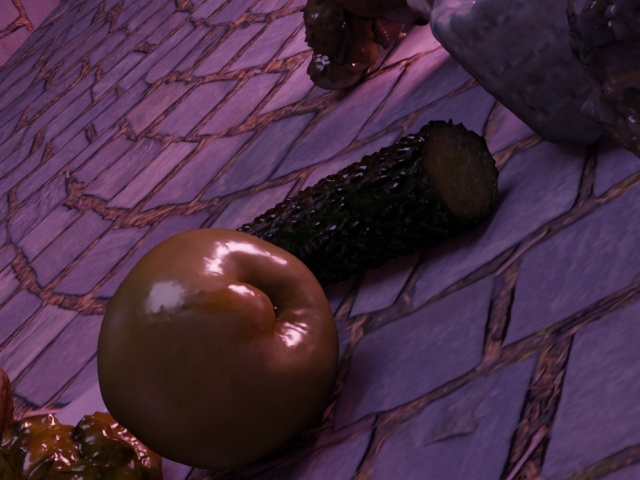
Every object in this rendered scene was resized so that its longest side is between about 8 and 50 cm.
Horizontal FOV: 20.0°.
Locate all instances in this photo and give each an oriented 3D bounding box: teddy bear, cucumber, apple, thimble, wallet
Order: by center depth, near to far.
[{"bbox_3d":[-0.079,0.084,1.398,0.200,0.200,0.200,-36,19,14],"label":"apple"},{"bbox_3d":[0.213,-0.185,1.460,0.205,0.172,0.250,-48,16,-8],"label":"thimble"},{"bbox_3d":[0.000,0.000,1.585,0.359,0.096,0.096,-27,23,44],"label":"cucumber"},{"bbox_3d":[-0.236,0.181,1.718,0.190,0.033,0.095,-36,17,14],"label":"wallet"},{"bbox_3d":[0.073,-0.295,1.948,0.267,0.156,0.256,-41,5,-5],"label":"teddy bear"}]

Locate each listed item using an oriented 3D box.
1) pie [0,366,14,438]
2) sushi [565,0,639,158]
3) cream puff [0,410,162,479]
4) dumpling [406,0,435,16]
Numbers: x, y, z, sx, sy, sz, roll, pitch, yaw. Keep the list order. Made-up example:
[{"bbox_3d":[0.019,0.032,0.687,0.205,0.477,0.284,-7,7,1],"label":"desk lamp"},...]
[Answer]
[{"bbox_3d":[-0.298,0.206,1.601,0.046,0.195,0.195,4,22,-3],"label":"pie"},{"bbox_3d":[0.282,-0.136,1.168,0.274,0.184,0.139,-21,28,43],"label":"sushi"},{"bbox_3d":[-0.207,0.195,1.501,0.146,0.116,0.146,-37,15,12],"label":"cream puff"},{"bbox_3d":[0.221,-0.322,1.704,0.316,0.233,0.395,-15,-22,-19],"label":"dumpling"}]
